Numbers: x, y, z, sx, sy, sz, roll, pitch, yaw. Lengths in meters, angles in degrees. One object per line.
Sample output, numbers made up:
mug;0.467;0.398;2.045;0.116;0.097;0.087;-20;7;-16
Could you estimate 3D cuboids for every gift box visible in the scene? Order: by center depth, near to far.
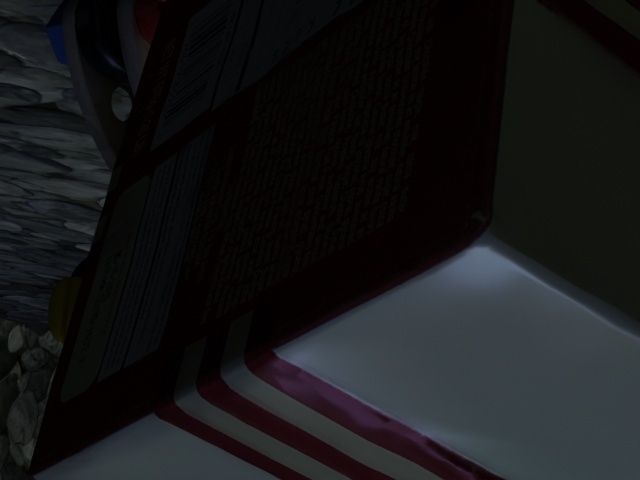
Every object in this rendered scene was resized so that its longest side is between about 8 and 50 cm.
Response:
gift box;0.075;0.008;0.547;0.258;0.255;0.276;30;146;-25

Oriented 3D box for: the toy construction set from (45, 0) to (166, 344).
toy construction set;0.000;0.000;0.806;0.309;0.237;0.257;2;168;28
